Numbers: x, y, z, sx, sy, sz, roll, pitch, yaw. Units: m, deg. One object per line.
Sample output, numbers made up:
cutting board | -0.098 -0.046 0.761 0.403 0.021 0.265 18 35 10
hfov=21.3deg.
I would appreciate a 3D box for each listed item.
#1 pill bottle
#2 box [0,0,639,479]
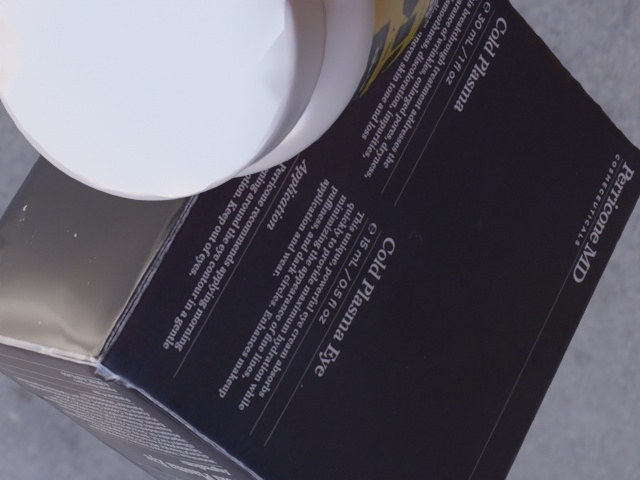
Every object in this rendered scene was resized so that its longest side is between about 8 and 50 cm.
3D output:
pill bottle | -0.029 -0.090 0.590 0.119 0.208 0.119 5 110 14
box | 0.000 0.000 1.056 0.179 0.343 0.312 7 151 49
